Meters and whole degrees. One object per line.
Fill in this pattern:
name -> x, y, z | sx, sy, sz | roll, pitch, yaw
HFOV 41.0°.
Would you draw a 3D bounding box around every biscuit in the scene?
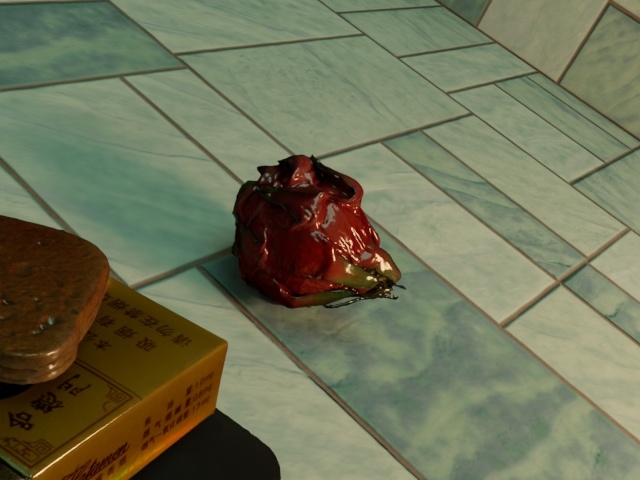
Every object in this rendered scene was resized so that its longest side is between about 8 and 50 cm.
biscuit -> -0.359, 0.050, 0.879 | 0.262, 0.052, 0.277 | 10, 24, -8

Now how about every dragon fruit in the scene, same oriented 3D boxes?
dragon fruit -> 0.000, 0.000, 1.264 | 0.293, 0.234, 0.234 | 20, 30, 17

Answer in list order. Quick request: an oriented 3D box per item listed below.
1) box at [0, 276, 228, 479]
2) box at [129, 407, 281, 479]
box -> -0.319, 0.171, 0.854 | 0.264, 0.116, 0.415 | 27, 30, 22
box -> -0.153, 0.258, 0.967 | 0.212, 0.042, 0.201 | 31, 32, 5
